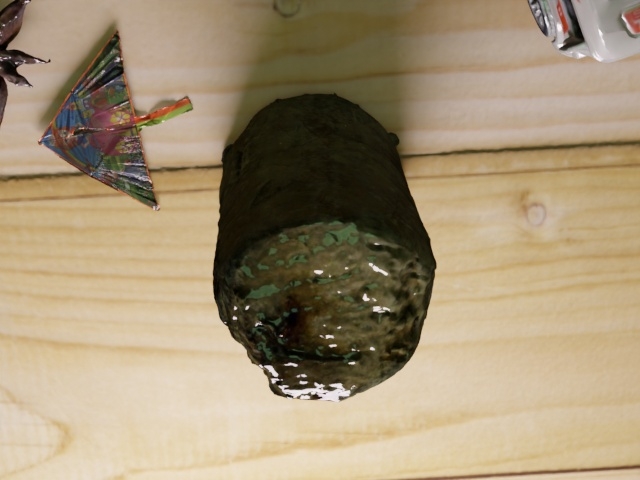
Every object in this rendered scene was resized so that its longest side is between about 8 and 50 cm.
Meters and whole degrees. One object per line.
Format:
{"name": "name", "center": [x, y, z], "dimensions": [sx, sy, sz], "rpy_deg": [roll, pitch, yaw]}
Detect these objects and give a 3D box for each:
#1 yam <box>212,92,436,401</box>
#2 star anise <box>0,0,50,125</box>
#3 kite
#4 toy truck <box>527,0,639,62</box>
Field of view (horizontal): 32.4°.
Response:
{"name": "yam", "center": [0.000, 0.000, 1.013], "dimensions": [0.195, 0.300, 0.195], "rpy_deg": [-1, 119, -2]}
{"name": "star anise", "center": [-0.322, -0.166, 1.061], "dimensions": [0.124, 0.056, 0.129], "rpy_deg": [-5, 108, -2]}
{"name": "kite", "center": [-0.205, -0.115, 1.109], "dimensions": [0.159, 0.010, 0.190], "rpy_deg": [-9, 110, -1]}
{"name": "toy truck", "center": [0.230, -0.345, 0.946], "dimensions": [0.173, 0.207, 0.387], "rpy_deg": [-23, 108, 6]}
